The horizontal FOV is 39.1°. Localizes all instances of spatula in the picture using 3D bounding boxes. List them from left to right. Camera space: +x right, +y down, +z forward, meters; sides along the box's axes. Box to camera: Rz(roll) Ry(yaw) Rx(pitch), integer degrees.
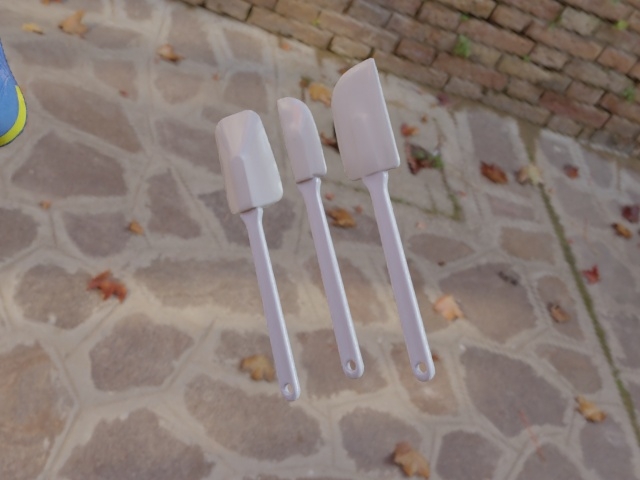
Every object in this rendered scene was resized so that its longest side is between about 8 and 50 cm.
[{"bbox_3d":[0.000,0.000,0.704,0.019,0.168,0.242,-6,82,-60],"label":"spatula"}]

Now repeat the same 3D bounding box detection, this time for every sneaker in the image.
[{"bbox_3d":[-0.327,-0.176,0.795,0.209,0.069,0.082,57,0,26],"label":"sneaker"}]
